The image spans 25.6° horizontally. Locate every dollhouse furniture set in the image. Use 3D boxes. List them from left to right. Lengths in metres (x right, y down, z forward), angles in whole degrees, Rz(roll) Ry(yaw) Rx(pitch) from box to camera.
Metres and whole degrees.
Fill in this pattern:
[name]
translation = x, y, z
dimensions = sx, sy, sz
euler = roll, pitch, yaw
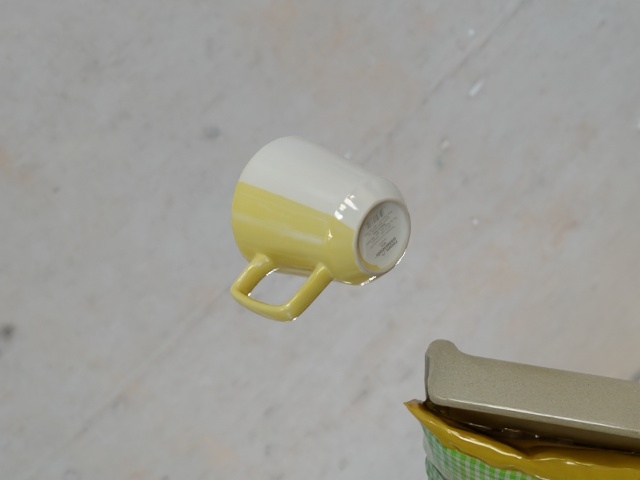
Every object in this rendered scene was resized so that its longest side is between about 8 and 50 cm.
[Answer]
[dollhouse furniture set]
translation = 0.183, 0.180, 0.732
dimensions = 0.198, 0.301, 0.151
euler = 80, 22, -53

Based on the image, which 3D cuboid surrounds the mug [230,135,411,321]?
[mug]
translation = 0.003, -0.002, 0.612
dimensions = 0.062, 0.064, 0.078
euler = 10, 97, -46
